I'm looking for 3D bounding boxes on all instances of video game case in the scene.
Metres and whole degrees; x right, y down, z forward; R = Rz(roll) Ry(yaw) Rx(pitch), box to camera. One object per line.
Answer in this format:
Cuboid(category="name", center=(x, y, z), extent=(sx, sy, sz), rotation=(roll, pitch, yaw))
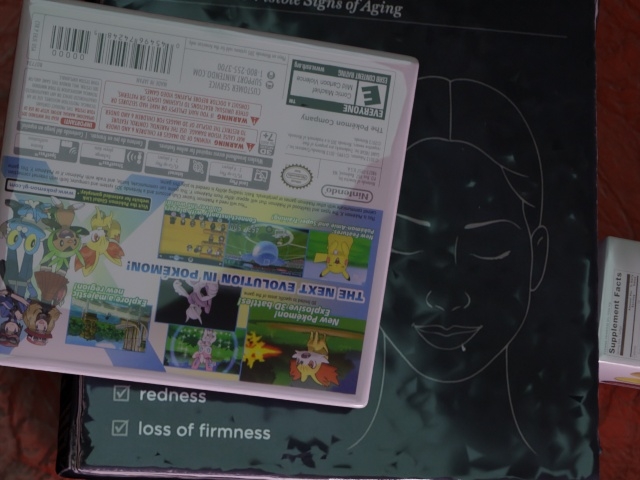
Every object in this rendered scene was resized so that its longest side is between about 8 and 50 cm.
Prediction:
Cuboid(category="video game case", center=(-0.100, -0.029, 1.286), extent=(0.329, 0.036, 0.299), rotation=(8, 92, -11))

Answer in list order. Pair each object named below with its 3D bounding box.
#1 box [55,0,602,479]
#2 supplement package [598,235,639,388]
Cuboid(category="box", center=(0.000, 0.000, 1.504), extent=(0.480, 0.297, 0.471), rotation=(4, 81, -12))
Cuboid(category="supplement package", center=(0.386, 0.090, 1.659), extent=(0.244, 0.139, 0.133), rotation=(10, 77, -10))
